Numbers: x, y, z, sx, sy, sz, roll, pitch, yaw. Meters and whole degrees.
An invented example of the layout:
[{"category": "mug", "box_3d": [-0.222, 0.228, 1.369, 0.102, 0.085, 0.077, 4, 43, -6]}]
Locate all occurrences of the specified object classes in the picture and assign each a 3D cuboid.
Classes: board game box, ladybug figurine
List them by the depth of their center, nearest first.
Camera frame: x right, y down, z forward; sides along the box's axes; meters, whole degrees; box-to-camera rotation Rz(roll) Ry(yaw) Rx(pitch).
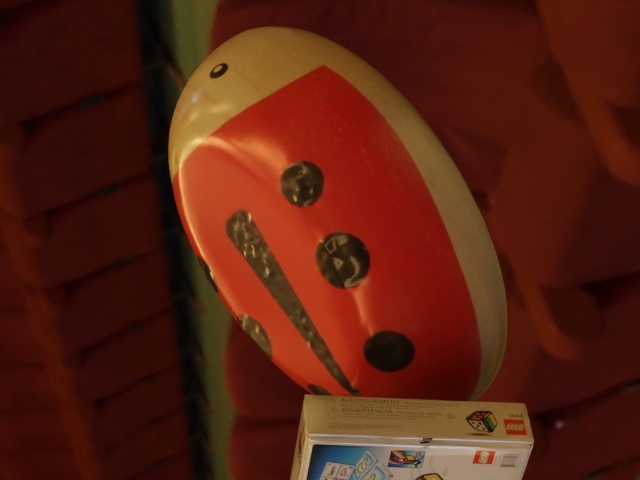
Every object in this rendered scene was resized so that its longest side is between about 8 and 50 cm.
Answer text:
[{"category": "board game box", "box_3d": [0.064, 0.261, 1.257, 0.053, 0.193, 0.305, -94, 11, -48]}, {"category": "ladybug figurine", "box_3d": [0.000, 0.000, 1.357, 0.449, 0.162, 0.305, 53, 133, 10]}]
